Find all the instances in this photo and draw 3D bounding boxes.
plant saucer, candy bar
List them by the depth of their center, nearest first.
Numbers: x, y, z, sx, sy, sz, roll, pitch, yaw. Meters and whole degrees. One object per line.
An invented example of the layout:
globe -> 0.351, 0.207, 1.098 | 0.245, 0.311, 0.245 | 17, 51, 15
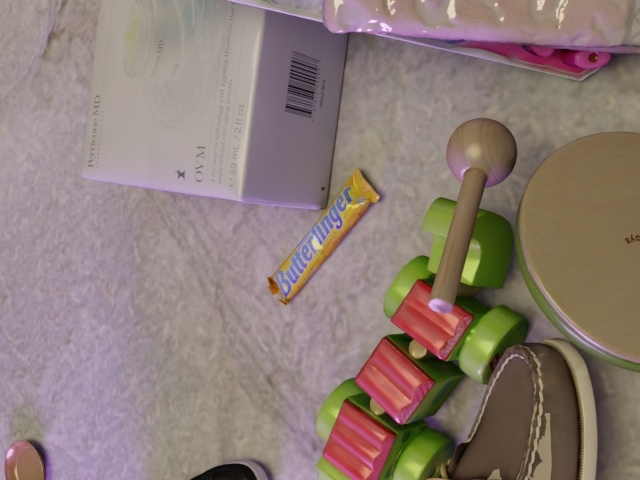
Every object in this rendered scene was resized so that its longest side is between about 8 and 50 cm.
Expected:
candy bar -> 0.000, 0.000, 0.811 | 0.161, 0.018, 0.040 | -50, 63, 22
plant saucer -> -0.383, 0.302, 1.070 | 0.083, 0.015, 0.083 | -1, 88, 35

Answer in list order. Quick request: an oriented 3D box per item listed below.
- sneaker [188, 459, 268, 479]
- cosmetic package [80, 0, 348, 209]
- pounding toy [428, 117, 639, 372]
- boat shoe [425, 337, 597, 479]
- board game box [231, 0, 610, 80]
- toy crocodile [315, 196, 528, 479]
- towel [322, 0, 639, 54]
sneaker -> -0.159, 0.300, 0.850 | 0.217, 0.121, 0.079 | -35, 71, 29
cosmetic package -> -0.108, -0.156, 0.820 | 0.225, 0.138, 0.224 | 9, 94, 36
pounding toy -> 0.195, 0.018, 0.612 | 0.237, 0.110, 0.183 | 14, 63, 0
boat shoe -> 0.129, 0.231, 0.645 | 0.116, 0.097, 0.324 | -137, 58, -73
board game box -> 0.076, -0.348, 0.593 | 0.390, 0.050, 0.390 | 12, 104, -3
toy crocodile -> 0.072, 0.124, 0.704 | 0.115, 0.105, 0.340 | 35, 109, 30
towel -> 0.169, -0.297, 0.553 | 0.317, 0.053, 0.332 | 5, 104, -1
